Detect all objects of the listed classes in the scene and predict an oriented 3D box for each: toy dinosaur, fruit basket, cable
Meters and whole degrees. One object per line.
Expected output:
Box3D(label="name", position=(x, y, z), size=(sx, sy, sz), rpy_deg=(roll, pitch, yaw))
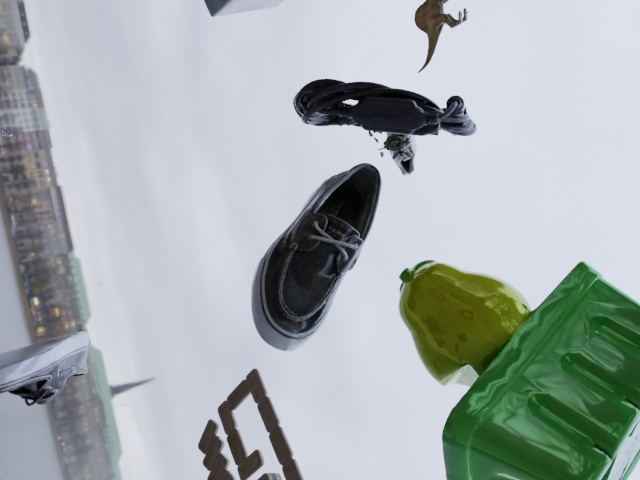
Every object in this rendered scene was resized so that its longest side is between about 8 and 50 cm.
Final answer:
Box3D(label="toy dinosaur", position=(0.210, -0.392, 1.101), size=(0.092, 0.053, 0.183), rpy_deg=(-3, -88, 30))
Box3D(label="fruit basket", position=(0.266, 0.189, 0.881), size=(0.392, 0.392, 0.283), rpy_deg=(44, -26, 48))
Box3D(label="cable", position=(0.061, -0.133, 0.620), size=(0.184, 0.150, 0.047), rpy_deg=(8, -77, 23))

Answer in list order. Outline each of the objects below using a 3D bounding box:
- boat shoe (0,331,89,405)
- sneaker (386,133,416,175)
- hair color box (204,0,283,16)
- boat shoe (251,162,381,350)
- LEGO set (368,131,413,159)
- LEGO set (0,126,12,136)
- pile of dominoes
Box3D(label="boat shoe", position=(-0.359, 0.172, 0.795), size=(0.228, 0.080, 0.076), rpy_deg=(-174, -105, -88))
Box3D(label="sneaker", position=(0.138, -0.170, 1.027), size=(0.152, 0.053, 0.061), rpy_deg=(66, 10, -51))
Box3D(label="hair color box", position=(-0.055, -0.552, 1.120), size=(0.374, 0.185, 0.114), rpy_deg=(-18, -81, 47))
Box3D(label="boat shoe", position=(0.000, 0.000, 0.892), size=(0.119, 0.121, 0.335), rpy_deg=(-45, -162, 48))
Box3D(label="LEGO set", position=(0.089, -0.132, 0.790), size=(0.083, 0.054, 0.023), rpy_deg=(27, -15, 41))
Box3D(label="LEGO set", position=(-0.632, -0.151, 1.026), size=(0.060, 0.244, 0.182), rpy_deg=(35, -4, 6))
Box3D(label="pile of dominoes", position=(-0.113, 0.373, 1.034), size=(0.196, 0.040, 0.251), rpy_deg=(-48, -132, 20))
